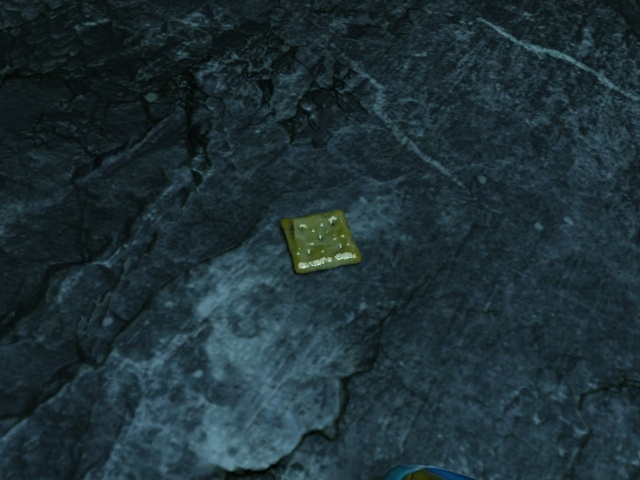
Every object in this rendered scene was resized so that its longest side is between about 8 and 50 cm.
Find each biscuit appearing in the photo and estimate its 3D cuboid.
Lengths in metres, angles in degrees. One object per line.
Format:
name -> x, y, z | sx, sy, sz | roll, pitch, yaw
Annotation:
biscuit -> 0.000, 0.000, 0.832 | 0.081, 0.018, 0.083 | -9, 51, -12

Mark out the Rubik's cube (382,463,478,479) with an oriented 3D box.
Rubik's cube -> 0.138, 0.307, 0.500 | 0.254, 0.254, 0.255 | 2, 49, -2
